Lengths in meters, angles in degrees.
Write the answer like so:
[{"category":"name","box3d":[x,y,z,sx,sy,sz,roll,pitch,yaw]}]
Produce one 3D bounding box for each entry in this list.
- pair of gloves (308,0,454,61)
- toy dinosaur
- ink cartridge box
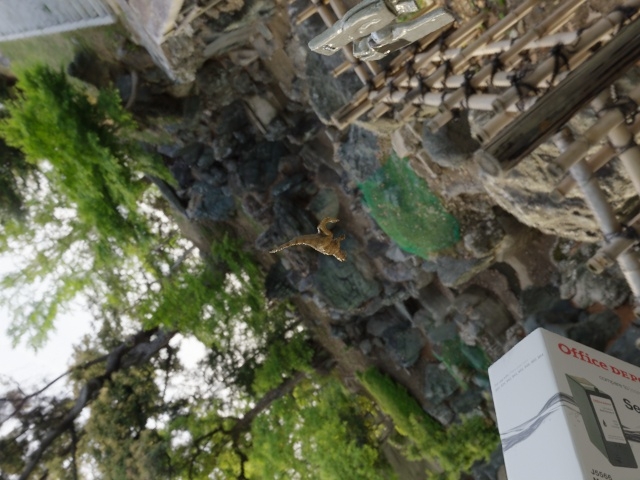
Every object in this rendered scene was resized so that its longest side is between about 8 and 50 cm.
[{"category":"pair of gloves","box3d":[0.117,-0.402,0.955,0.204,0.240,0.042,-16,89,41]},{"category":"toy dinosaur","box3d":[0.000,0.000,1.168,0.212,0.112,0.064,17,177,-37]},{"category":"ink cartridge box","box3d":[0.330,0.263,0.600,0.199,0.114,0.272,22,-141,-11]}]
